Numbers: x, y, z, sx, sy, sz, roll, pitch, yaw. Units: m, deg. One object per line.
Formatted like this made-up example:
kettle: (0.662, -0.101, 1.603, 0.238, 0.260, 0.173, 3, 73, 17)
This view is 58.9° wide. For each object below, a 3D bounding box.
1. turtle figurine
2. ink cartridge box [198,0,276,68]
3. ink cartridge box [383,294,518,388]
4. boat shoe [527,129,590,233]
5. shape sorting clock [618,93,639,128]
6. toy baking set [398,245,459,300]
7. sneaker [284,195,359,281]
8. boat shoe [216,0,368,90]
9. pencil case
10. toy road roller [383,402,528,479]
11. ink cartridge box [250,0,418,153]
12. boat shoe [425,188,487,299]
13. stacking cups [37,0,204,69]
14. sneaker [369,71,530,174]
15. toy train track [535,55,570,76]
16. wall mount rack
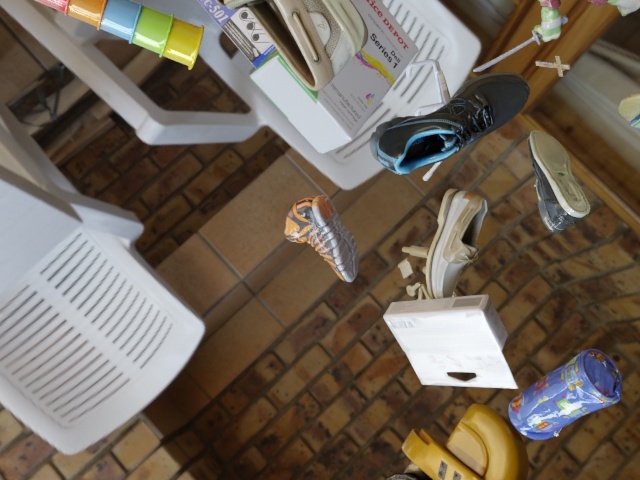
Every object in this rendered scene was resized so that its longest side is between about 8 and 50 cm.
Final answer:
turtle figurine: (0.419, -0.467, 1.017, 0.266, 0.198, 0.275, -1, 149, -11)
ink cartridge box: (-0.175, -0.493, 1.267, 0.097, 0.207, 0.046, -41, 170, 6)
ink cartridge box: (0.349, 0.271, 1.502, 0.296, 0.261, 0.066, -10, -151, 42)
boat shoe: (0.438, -0.120, 1.093, 0.079, 0.084, 0.233, 117, -23, -49)
shape sorting clock: (0.554, -0.178, 0.843, 0.206, 0.206, 0.040, -12, 123, -76)
toy baking set: (0.324, 0.112, 1.688, 0.030, 0.197, 0.256, -19, -170, -28)
sneaker: (0.000, 0.000, 1.873, 0.180, 0.321, 0.124, -10, -155, 37)
boat shoe: (-0.083, -0.338, 0.700, 0.110, 0.341, 0.121, -50, -159, -9)
pencil case: (0.585, 0.382, 1.363, 0.119, 0.133, 0.306, -38, 164, -40)
toy road roller: (0.266, 0.407, 0.870, 0.241, 0.329, 0.202, -56, 145, -3)
ink cartridge box: (0.034, -0.340, 1.084, 0.117, 0.201, 0.278, -11, -141, 57)
boat shoe: (0.355, 0.020, 1.478, 0.113, 0.103, 0.303, -1, 102, -50)
stacking cups: (-0.396, -0.434, 1.119, 0.096, 0.316, 0.096, -46, -143, 51)
sneaker: (0.274, -0.221, 1.136, 0.340, 0.125, 0.140, -26, -150, 3)
toy train track: (0.493, -0.373, 1.198, 0.014, 0.048, 0.083, -39, -144, -14)
wall mount rack: (0.344, -0.371, 1.752, 0.130, 0.350, 0.304, -11, 143, 12)
